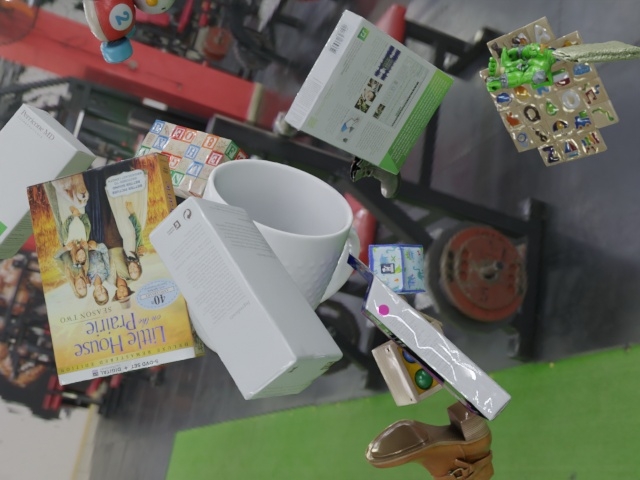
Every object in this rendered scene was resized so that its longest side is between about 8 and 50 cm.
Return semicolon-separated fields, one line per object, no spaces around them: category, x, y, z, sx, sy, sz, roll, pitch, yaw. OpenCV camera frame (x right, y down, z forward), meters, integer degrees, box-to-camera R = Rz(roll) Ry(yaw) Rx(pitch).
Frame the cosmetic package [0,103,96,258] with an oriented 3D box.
cosmetic package;-0.784;-0.148;2.108;0.365;0.197;0.155;-51;-3;3

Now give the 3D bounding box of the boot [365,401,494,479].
boot;0.251;0.486;1.799;0.109;0.283;0.220;46;158;57

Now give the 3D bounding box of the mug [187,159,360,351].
mug;-0.080;0.051;1.581;0.276;0.374;0.328;46;127;39

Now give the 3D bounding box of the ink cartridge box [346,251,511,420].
ink cartridge box;0.170;0.171;1.461;0.069;0.371;0.176;-45;-5;-5

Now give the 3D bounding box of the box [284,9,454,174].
box;0.103;-0.275;1.583;0.058;0.322;0.232;41;105;40

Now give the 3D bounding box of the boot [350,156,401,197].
boot;0.160;-0.206;2.439;0.246;0.161;0.083;96;156;-55

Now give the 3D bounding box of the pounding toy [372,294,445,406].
pounding toy;0.204;0.204;1.665;0.206;0.181;0.094;65;152;4

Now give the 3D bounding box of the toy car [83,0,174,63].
toy car;-0.422;-0.569;1.899;0.210;0.238;0.219;-100;-3;-48

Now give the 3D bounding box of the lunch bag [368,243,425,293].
lunch bag;0.192;0.076;2.116;0.096;0.151;0.129;-18;72;61

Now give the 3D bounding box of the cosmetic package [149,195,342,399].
cosmetic package;-0.086;0.065;0.933;0.085;0.117;0.231;-41;67;18

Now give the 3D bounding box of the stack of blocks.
stack of blocks;-0.367;-0.211;2.222;0.297;0.087;0.171;19;76;34

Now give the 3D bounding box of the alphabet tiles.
alphabet tiles;0.535;-0.344;1.927;0.011;0.342;0.285;-37;14;-36

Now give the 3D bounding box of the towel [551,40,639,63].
towel;0.527;-0.359;1.551;0.110;0.148;0.027;-114;19;-69

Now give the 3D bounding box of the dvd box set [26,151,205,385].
dvd box set;-0.421;0.060;1.656;0.062;0.307;0.420;14;-115;-76

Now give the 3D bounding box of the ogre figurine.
ogre figurine;0.432;-0.368;1.724;0.197;0.118;0.097;-25;-65;-59
